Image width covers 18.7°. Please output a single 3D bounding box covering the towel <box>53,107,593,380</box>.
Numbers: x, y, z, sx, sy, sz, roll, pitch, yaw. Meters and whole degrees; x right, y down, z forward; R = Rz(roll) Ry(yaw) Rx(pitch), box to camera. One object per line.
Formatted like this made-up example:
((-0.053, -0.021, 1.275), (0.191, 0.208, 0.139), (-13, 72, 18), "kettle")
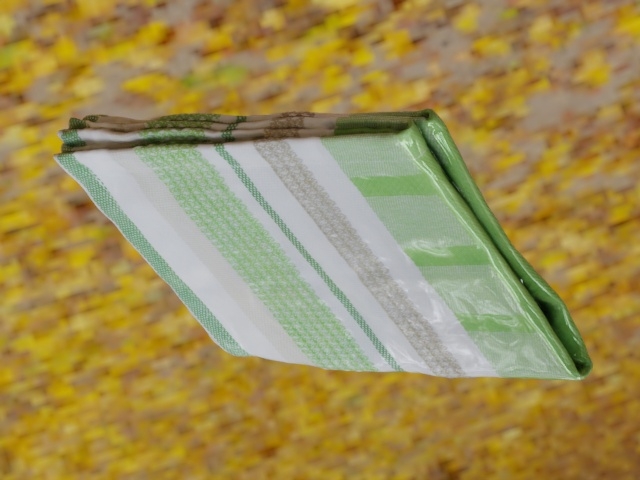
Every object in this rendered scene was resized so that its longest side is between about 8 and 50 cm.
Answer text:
((0.000, 0.000, 0.597), (0.152, 0.023, 0.113), (1, 140, 43), "towel")
